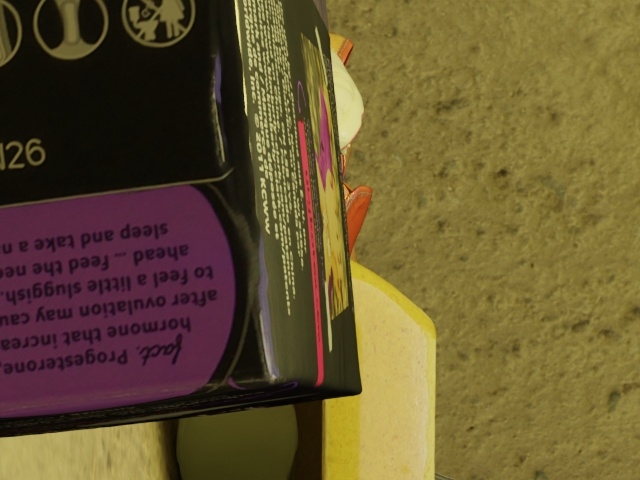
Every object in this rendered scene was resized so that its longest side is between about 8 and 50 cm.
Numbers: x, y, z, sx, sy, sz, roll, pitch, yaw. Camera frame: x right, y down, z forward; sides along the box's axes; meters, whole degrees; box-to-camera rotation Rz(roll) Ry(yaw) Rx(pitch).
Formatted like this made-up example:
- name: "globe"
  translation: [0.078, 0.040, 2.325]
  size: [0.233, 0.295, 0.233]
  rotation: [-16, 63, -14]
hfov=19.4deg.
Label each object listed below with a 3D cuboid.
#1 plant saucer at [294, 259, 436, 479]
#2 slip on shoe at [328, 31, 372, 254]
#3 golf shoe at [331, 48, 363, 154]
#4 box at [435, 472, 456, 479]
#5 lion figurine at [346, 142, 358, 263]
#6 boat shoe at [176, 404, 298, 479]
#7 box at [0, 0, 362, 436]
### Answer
- name: "plant saucer"
  translation: [0.023, 0.162, 1.285]
  size: [0.333, 0.081, 0.332]
  rotation: [-153, -118, -84]
- name: "slip on shoe"
  translation: [-0.005, -0.020, 1.568]
  size: [0.123, 0.101, 0.331]
  rotation: [-12, 98, -88]
- name: "golf shoe"
  translation: [-0.045, -0.105, 1.357]
  size: [0.306, 0.115, 0.140]
  rotation: [-71, 146, -62]
- name: "box"
  translation: [0.102, 0.353, 1.859]
  size: [0.307, 0.076, 0.242]
  rotation: [24, 51, -42]
- name: "lion figurine"
  translation: [0.000, 0.000, 1.903]
  size: [0.240, 0.142, 0.392]
  rotation: [11, 59, -77]
- name: "boat shoe"
  translation: [-0.056, 0.150, 1.256]
  size: [0.081, 0.079, 0.227]
  rotation: [-101, -173, -55]
- name: "box"
  translation: [-0.081, -0.015, 0.563]
  size: [0.270, 0.165, 0.143]
  rotation: [50, 34, -82]
